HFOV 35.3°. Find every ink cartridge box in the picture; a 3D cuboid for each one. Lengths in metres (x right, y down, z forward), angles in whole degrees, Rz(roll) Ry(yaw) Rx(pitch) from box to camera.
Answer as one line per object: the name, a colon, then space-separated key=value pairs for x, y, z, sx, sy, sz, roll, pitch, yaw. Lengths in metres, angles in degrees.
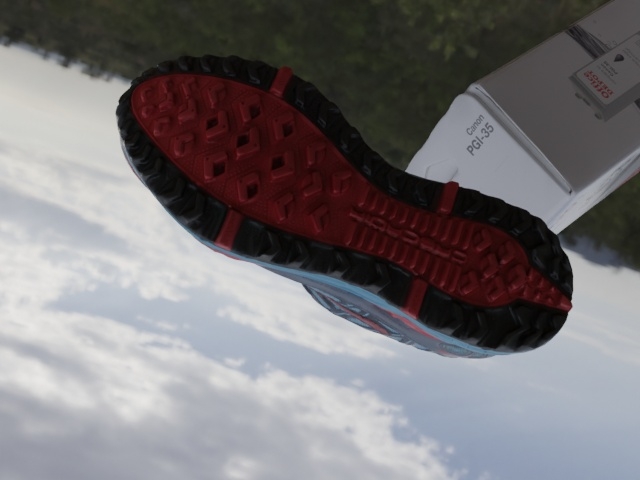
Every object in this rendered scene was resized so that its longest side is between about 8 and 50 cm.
ink cartridge box: x=0.212 y=-0.090 z=0.870 sx=0.283 sy=0.207 sz=0.117 roll=-33 pitch=-103 yaw=-31

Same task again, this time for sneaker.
sneaker: x=0.000 y=0.000 z=0.558 sx=0.262 sy=0.104 sz=0.125 roll=30 pitch=157 yaw=-4
